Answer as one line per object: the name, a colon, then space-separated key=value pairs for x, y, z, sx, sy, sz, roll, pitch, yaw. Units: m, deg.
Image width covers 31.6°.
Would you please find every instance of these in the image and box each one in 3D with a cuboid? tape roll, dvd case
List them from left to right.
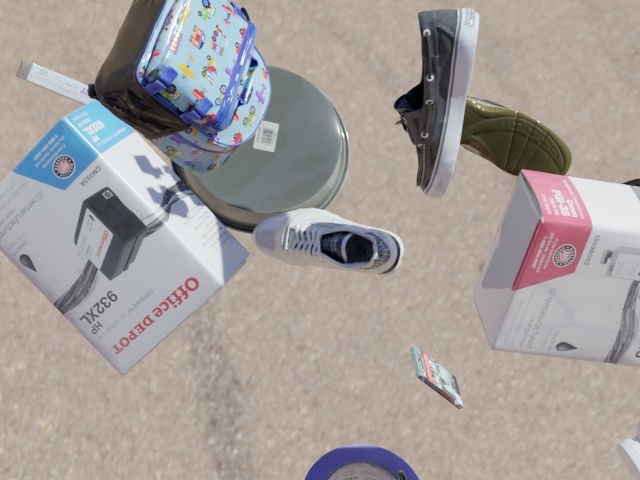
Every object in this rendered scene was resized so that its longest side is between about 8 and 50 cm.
tape roll: x=0.061 y=0.409 z=1.710 sx=0.188 sy=0.080 sz=0.189 roll=3 pitch=50 yaw=-4
dvd case: x=0.217 y=0.255 z=2.108 sx=0.119 sy=0.013 sz=0.087 roll=37 pitch=23 yaw=-25

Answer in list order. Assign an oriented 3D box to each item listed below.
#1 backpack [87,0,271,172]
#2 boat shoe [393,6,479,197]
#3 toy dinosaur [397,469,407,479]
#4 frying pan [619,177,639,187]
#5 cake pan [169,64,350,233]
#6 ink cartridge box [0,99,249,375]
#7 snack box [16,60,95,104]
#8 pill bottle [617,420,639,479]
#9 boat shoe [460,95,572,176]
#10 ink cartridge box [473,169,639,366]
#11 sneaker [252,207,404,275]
backpack: x=-0.117 y=-0.157 z=1.114 sx=0.173 sy=0.116 sz=0.158 roll=41 pitch=55 yaw=-36
boat shoe: x=0.118 y=-0.148 z=1.231 sx=0.076 sy=0.229 sz=0.080 roll=7 pitch=41 yaw=0
toy dinosaur: x=0.077 y=0.414 z=1.385 sx=0.218 sy=0.164 sz=0.322 roll=66 pitch=12 yaw=-1
frying pan: x=0.568 y=-0.055 z=1.919 sx=0.053 sy=0.326 sz=0.197 roll=44 pitch=33 yaw=-24
cake pan: x=-0.094 y=-0.155 z=1.800 sx=0.293 sy=0.054 sz=0.293 roll=2 pitch=72 yaw=-8
ink cartridge box: x=-0.288 y=-0.004 z=1.560 sx=0.307 sy=0.223 sz=0.129 roll=47 pitch=23 yaw=-6
snack box: x=-0.486 y=-0.290 z=2.106 sx=0.141 sy=0.100 sz=0.037 roll=21 pitch=90 yaw=-28
pill bottle: x=0.574 y=0.313 z=1.815 sx=0.184 sy=0.103 sz=0.103 roll=-29 pitch=62 yaw=-3
boat shoe: x=0.218 y=-0.145 z=1.463 sx=0.223 sy=0.080 sz=0.073 roll=21 pitch=20 yaw=-2
ink cartridge box: x=0.361 y=0.041 z=1.413 sx=0.282 sy=0.207 sz=0.117 roll=7 pitch=33 yaw=-12
sneaker: x=0.000 y=0.000 z=1.640 sx=0.235 sy=0.090 sz=0.095 roll=6 pitch=3 yaw=24
